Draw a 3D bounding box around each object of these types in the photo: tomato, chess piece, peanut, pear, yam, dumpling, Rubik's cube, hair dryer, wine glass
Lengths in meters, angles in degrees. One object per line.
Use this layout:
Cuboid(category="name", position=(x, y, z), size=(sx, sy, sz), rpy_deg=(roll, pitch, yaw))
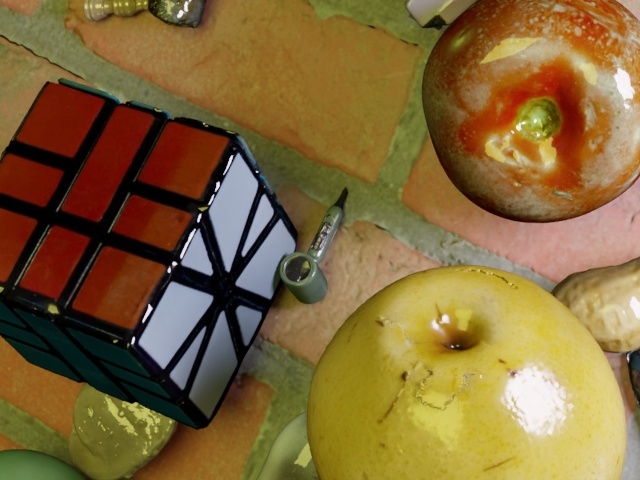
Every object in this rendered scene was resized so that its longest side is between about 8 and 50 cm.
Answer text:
Cuboid(category="tomato", position=(0.249, -0.159, 1.792), size=(0.270, 0.222, 0.270), rpy_deg=(5, 113, 12))
Cuboid(category="chess piece", position=(-0.264, -0.309, 2.122), size=(0.092, 0.035, 0.035), rpy_deg=(-2, 84, 19))
Cuboid(category="peanut", position=(0.362, 0.065, 1.789), size=(0.229, 0.098, 0.103), rpy_deg=(-15, 97, 21))
Cuboid(category="pear", position=(0.156, 0.197, 1.722), size=(0.348, 0.348, 0.348), rpy_deg=(-2, 84, 22))
Cuboid(category="yam", position=(-0.162, -0.360, 2.060), size=(0.078, 0.078, 0.179), rpy_deg=(24, 95, 23))
Cuboid(category="dumpling", position=(-0.242, 0.228, 2.022), size=(0.176, 0.092, 0.150), rpy_deg=(0, 79, 15))
Cuboid(category="Rubik's cube", position=(-0.224, 0.018, 1.897), size=(0.283, 0.288, 0.293), rpy_deg=(20, 72, 25))
Cuboid(category="hair dryer", position=(0.000, 0.000, 1.972), size=(0.047, 0.071, 0.150), rpy_deg=(18, 74, 19))
Cuboid(category="wine glass", position=(-0.001, 0.248, 1.922), size=(0.103, 0.103, 0.222), rpy_deg=(37, 99, 21))

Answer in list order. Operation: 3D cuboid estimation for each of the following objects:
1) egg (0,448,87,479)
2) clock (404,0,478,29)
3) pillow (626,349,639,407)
Cuboid(category="egg", position=(-0.359, 0.388, 1.988), size=(0.220, 0.220, 0.270), rpy_deg=(-33, 85, 16))
Cuboid(category="clock", position=(0.188, -0.354, 1.861), size=(0.253, 0.186, 0.083), rpy_deg=(-41, 103, 13))
Cuboid(category="pillow", position=(0.477, 0.175, 1.767), size=(0.255, 0.034, 0.189), rpy_deg=(-19, 76, 21))
